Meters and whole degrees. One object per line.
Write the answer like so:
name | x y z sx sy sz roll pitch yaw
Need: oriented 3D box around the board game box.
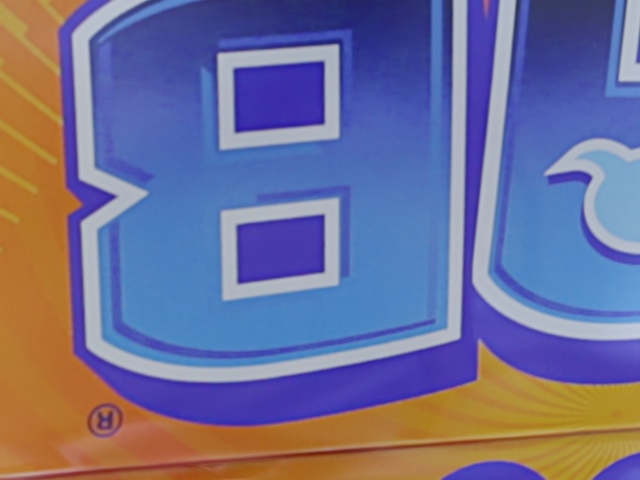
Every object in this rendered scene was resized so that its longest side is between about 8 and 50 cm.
board game box | 0.000 0.000 0.581 0.356 0.356 0.356 -1 16 -23
